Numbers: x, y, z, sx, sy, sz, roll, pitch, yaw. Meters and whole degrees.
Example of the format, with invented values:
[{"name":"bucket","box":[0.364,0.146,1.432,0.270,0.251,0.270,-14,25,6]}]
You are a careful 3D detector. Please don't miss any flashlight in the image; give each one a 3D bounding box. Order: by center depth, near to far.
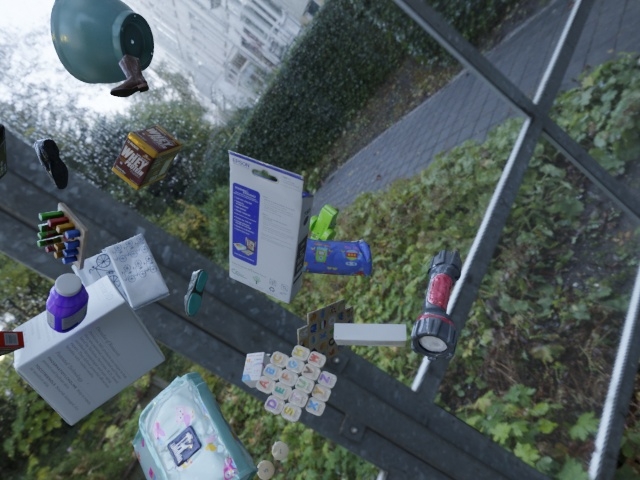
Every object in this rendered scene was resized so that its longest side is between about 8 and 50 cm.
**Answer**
[{"name":"flashlight","box":[0.293,0.141,1.008,0.103,0.103,0.304,3,40,25]}]

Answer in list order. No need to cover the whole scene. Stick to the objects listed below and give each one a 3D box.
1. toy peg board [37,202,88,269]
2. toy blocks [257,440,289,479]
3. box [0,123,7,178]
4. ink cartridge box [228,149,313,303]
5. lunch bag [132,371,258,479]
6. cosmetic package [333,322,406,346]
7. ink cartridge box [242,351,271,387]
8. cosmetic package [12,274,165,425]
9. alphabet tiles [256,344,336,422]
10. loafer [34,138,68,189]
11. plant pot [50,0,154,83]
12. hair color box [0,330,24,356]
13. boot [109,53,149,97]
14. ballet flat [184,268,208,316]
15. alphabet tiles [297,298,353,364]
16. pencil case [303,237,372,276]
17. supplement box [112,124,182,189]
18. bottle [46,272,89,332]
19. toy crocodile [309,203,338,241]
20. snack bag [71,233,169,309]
[{"name":"toy peg board","box":[-0.820,-0.006,1.314,0.079,0.161,0.161,-21,-36,-51]},{"name":"toy blocks","box":[-0.156,0.714,1.358,0.123,0.054,0.148,-46,-11,-24]},{"name":"box","box":[-0.989,-0.240,1.201,0.147,0.078,0.180,-90,23,-50]},{"name":"ink cartridge box","box":[-0.108,-0.027,0.870,0.065,0.165,0.332,-51,-22,-47]},{"name":"lunch bag","box":[-0.244,0.407,0.806,0.160,0.223,0.262,-12,-36,-44]},{"name":"cosmetic package","box":[0.170,0.321,1.419,0.099,0.239,0.060,71,-159,-65]},{"name":"ink cartridge box","box":[-0.277,0.567,1.850,0.092,0.090,0.143,-11,49,19]},{"name":"cosmetic package","box":[-0.905,0.412,1.642,0.394,0.327,0.329,-35,33,-24]},{"name":"alphabet tiles","box":[-0.091,0.547,1.611,0.021,0.278,0.284,90,-156,-49]},{"name":"loafer","box":[-0.893,-0.253,1.385,0.062,0.061,0.170,-49,-41,-59]},{"name":"plant pot","box":[-0.673,-0.650,1.349,0.293,0.196,0.293,12,-90,-78]},{"name":"hair color box","box":[-0.779,0.253,0.967,0.141,0.043,0.072,-20,-16,6]},{"name":"boot","box":[-0.538,-0.453,1.142,0.106,0.114,0.037,-20,-11,-25]},{"name":"ballet flat","box":[-0.520,0.218,1.712,0.068,0.072,0.213,-12,50,29]},{"name":"alphabet tiles","box":[0.030,0.434,1.952,0.011,0.343,0.285,20,118,46]},{"name":"pencil case","box":[0.035,0.054,1.462,0.119,0.306,0.133,173,101,-83]},{"name":"supplement box","box":[-0.702,-0.340,1.694,0.194,0.129,0.191,-48,5,28]},{"name":"bottle","box":[-0.790,0.194,1.302,0.118,0.092,0.283,-52,3,-42]},{"name":"toy crocodile","box":[0.000,0.000,1.753,0.105,0.115,0.340,-23,-40,-47]},{"name":"snack bag","box":[-0.915,0.175,1.902,0.343,0.323,0.037,-24,-5,-17]}]
